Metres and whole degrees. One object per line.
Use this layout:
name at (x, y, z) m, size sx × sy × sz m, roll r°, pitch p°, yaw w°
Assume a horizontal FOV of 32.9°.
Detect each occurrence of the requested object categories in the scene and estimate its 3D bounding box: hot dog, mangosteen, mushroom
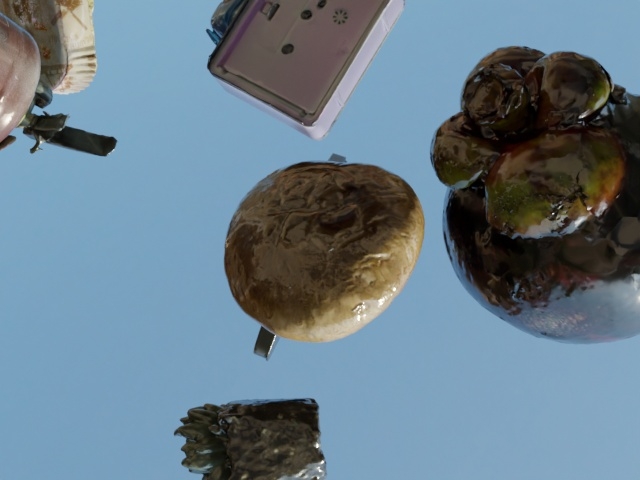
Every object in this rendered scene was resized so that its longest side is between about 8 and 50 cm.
hot dog at (-0.327, -0.301, 1.260) m, size 0.144 × 0.267 × 0.075 m, roll 7°, pitch -160°, yaw 32°
mangosteen at (0.325, -0.059, 1.479) m, size 0.421 × 0.381 × 0.381 m, roll 37°, pitch -113°, yaw -7°
mushroom at (0.000, 0.000, 1.364) m, size 0.278 × 0.146 × 0.278 m, roll -17°, pitch -131°, yaw 22°

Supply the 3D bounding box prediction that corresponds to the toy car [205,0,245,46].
toy car at (-0.070, -0.323, 1.734) m, size 0.166 × 0.198 × 0.314 m, roll -54°, pitch -154°, yaw -7°

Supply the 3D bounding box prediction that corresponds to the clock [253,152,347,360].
clock at (-0.021, 0.022, 1.638) m, size 0.049 × 0.278 × 0.273 m, roll 20°, pitch -161°, yaw 2°

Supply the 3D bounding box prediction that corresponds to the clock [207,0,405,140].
clock at (-0.011, -0.223, 1.173) m, size 0.145 × 0.073 × 0.193 m, roll 30°, pitch -95°, yaw 13°

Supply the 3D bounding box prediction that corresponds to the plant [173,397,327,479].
plant at (-0.091, 0.274, 1.424) m, size 0.195 × 0.129 × 0.132 m, roll -7°, pitch -95°, yaw 2°

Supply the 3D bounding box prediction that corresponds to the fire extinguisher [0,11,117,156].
fire extinguisher at (-0.240, -0.116, 0.612) m, size 0.105 × 0.269 × 0.104 m, roll -19°, pitch -126°, yaw 29°
